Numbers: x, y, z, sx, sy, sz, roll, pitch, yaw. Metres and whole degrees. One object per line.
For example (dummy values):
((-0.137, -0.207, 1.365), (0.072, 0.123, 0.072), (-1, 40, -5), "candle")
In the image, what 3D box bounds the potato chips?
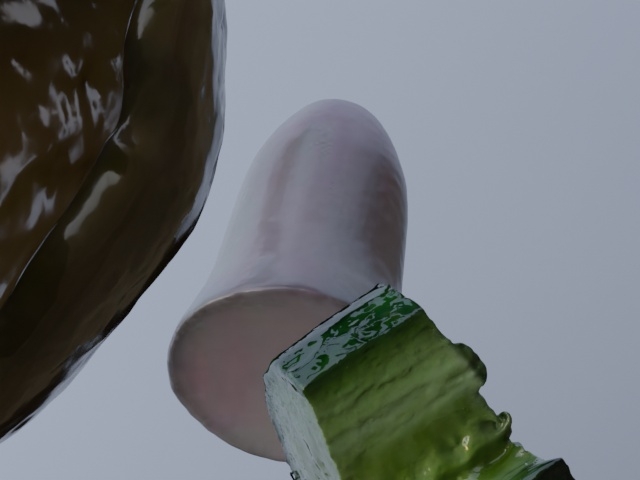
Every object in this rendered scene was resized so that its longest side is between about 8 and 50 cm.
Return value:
((-0.081, -0.012, 0.410), (0.062, 0.195, 0.208), (31, -56, -33), "potato chips")

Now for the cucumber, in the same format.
((0.056, 0.129, 0.983), (0.130, 0.191, 0.191), (-33, -30, -18), "cucumber")

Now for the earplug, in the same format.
((0.000, 0.000, 1.214), (0.301, 0.172, 0.172), (-77, 0, -48), "earplug")
